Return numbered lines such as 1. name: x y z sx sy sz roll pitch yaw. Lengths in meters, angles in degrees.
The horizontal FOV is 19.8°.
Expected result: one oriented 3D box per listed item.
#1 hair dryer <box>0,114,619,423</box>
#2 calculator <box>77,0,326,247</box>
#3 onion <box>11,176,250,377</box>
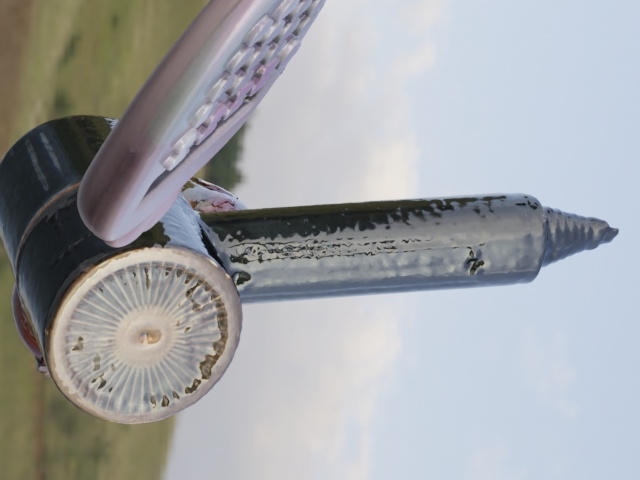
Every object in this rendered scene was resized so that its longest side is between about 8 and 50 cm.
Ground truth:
1. hair dryer: 0.000 0.000 1.039 0.189 0.352 0.107 -126 -143 -56
2. calculator: -0.038 -0.050 0.612 0.103 0.024 0.166 -47 177 -42
3. onion: -0.125 0.010 1.225 0.184 0.184 0.147 123 -49 -66
